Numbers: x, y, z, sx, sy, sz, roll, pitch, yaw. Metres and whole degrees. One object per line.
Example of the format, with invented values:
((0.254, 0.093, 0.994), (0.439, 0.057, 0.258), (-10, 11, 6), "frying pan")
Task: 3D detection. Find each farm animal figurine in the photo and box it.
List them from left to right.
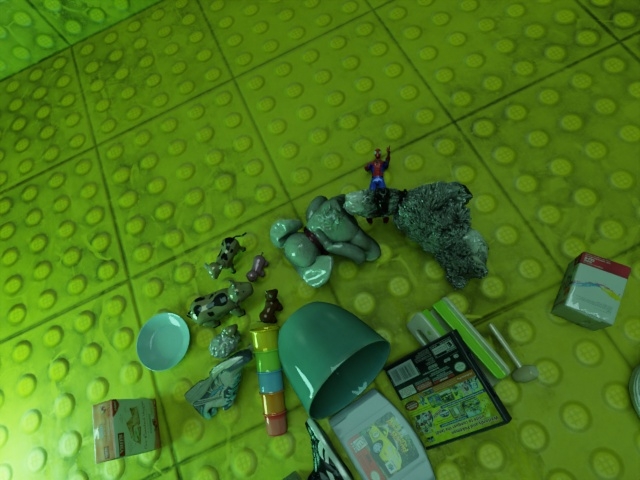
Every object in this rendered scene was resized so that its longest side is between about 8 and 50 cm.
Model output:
((-0.300, 0.168, 1.369), (0.327, 0.172, 0.330), (-39, 68, -5), "farm animal figurine")

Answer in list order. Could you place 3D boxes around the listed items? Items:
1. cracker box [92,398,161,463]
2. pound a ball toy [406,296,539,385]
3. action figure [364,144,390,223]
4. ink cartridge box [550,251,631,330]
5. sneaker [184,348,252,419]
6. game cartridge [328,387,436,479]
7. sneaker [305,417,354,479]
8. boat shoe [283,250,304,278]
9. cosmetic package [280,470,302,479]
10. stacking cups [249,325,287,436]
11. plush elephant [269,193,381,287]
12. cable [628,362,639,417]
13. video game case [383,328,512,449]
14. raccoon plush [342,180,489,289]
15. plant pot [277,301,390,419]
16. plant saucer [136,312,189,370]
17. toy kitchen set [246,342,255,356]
((-0.573, 0.560, 1.245), (0.067, 0.232, 0.155), (-19, 68, 4), "cracker box")
((0.429, 0.322, 1.210), (0.208, 0.135, 0.319), (-22, 61, -30), "pound a ball toy")
((0.197, -0.213, 1.437), (0.092, 0.139, 0.280), (-1, 67, 9), "action figure")
((0.768, 0.148, 1.190), (0.127, 0.128, 0.176), (23, 75, 18), "ink cartridge box")
((-0.289, 0.444, 1.285), (0.283, 0.110, 0.122), (-45, 77, 21), "sneaker")
((0.181, 0.588, 1.185), (0.196, 0.060, 0.294), (-34, 67, -7), "game cartridge")
((-0.011, 0.632, 1.190), (0.121, 0.079, 0.217), (-36, 69, -5), "sneaker")
((-0.068, 0.079, 1.426), (0.040, 0.049, 0.142), (-26, 67, -41), "boat shoe")
((-0.013, 0.782, 1.025), (0.097, 0.284, 0.377), (-41, 68, -7), "cosmetic package")
((-0.150, 0.423, 1.268), (0.096, 0.096, 0.316), (-8, 87, 8), "stacking cups")
((0.000, 0.000, 1.338), (0.255, 0.330, 0.271), (-37, 74, 16), "plush elephant")
((0.952, 0.416, 1.077), (0.257, 0.089, 0.257), (15, 74, 15), "cable")
((0.328, 0.410, 1.132), (0.275, 0.035, 0.248), (-44, 66, 38), "video game case")
((0.302, 0.003, 1.282), (0.447, 0.216, 0.299), (-5, 72, 0), "raccoon plush")
((0.016, 0.318, 1.202), (0.293, 0.293, 0.235), (-43, 55, -6), "plant pot")
((-0.530, 0.346, 1.422), (0.195, 0.037, 0.194), (-4, 69, 9), "plant saucer")
((-0.186, 0.347, 1.345), (0.075, 0.068, 0.083), (-44, 96, -21), "toy kitchen set")
